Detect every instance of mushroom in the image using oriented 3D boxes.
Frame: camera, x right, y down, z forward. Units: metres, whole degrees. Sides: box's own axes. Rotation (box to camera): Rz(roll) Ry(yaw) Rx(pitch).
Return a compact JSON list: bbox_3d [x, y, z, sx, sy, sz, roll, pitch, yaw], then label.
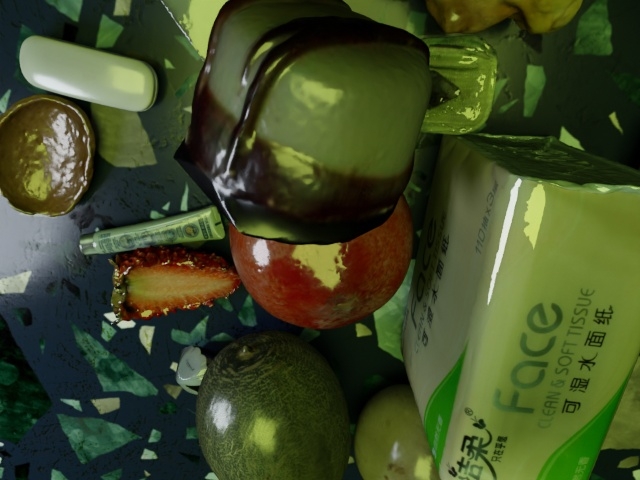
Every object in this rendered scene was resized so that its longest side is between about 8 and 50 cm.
[{"bbox_3d":[0.166,0.362,0.870,0.204,0.204,0.204,1,111,2],"label":"mushroom"}]

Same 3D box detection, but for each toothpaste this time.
[{"bbox_3d":[-0.279,-0.011,0.806,0.239,0.039,0.062,-10,115,4],"label":"toothpaste"}]

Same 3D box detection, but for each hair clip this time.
[{"bbox_3d":[0.076,-0.220,0.683,0.321,0.091,0.138,6,120,13],"label":"hair clip"}]

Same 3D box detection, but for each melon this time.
[{"bbox_3d":[-0.072,0.308,0.813,0.248,0.248,0.329,-16,111,9],"label":"melon"}]

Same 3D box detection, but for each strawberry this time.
[{"bbox_3d":[-0.249,0.067,0.822,0.208,0.087,0.167,2,135,-25],"label":"strawberry"}]

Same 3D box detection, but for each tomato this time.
[{"bbox_3d":[0.000,0.000,0.685,0.264,0.265,0.265,1,111,2],"label":"tomato"}]

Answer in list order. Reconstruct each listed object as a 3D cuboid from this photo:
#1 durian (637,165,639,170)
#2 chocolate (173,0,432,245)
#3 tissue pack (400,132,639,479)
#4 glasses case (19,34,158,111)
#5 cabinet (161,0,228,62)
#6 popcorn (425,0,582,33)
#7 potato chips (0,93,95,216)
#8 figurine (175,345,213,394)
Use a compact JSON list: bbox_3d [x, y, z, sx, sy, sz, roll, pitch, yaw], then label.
[{"bbox_3d":[0.553,-0.089,0.694,0.172,0.166,0.306,10,109,31],"label":"durian"},{"bbox_3d":[-0.012,-0.157,0.523,0.283,0.284,0.186,11,135,-2],"label":"chocolate"},{"bbox_3d":[0.248,0.076,0.657,0.205,0.332,0.405,7,111,-2],"label":"tissue pack"},{"bbox_3d":[-0.337,-0.243,0.711,0.197,0.049,0.076,13,111,-2],"label":"glasses case"},{"bbox_3d":[-0.133,-0.354,0.607,0.150,0.145,0.206,-31,107,14],"label":"cabinet"},{"bbox_3d":[0.199,-0.371,0.531,0.315,0.281,0.297,-23,92,-2],"label":"popcorn"},{"bbox_3d":[-0.430,-0.131,0.760,0.150,0.049,0.202,18,109,-10],"label":"potato chips"},{"bbox_3d":[-0.221,0.235,0.883,0.082,0.086,0.094,-47,61,3],"label":"figurine"}]
